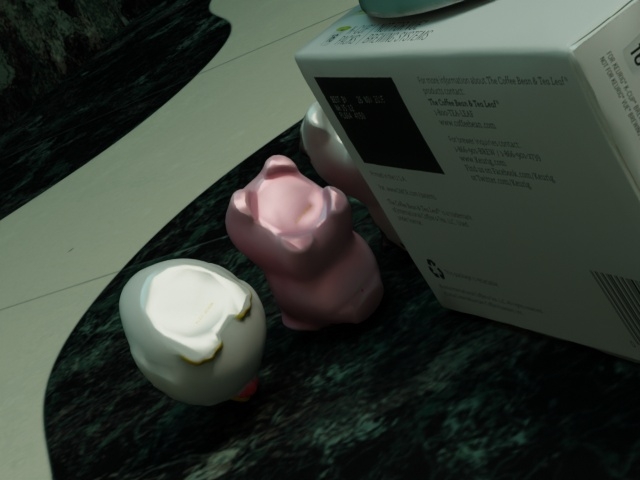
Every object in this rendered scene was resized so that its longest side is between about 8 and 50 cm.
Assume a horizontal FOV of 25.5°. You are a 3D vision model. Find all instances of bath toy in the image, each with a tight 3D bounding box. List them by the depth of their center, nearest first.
[{"bbox_3d":[0.000,0.000,1.061,0.348,0.151,0.129,-43,-17,-23],"label":"bath toy"}]

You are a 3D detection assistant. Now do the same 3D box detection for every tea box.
[{"bbox_3d":[0.217,-0.112,0.847,0.323,0.220,0.329,-38,20,-15],"label":"tea box"}]

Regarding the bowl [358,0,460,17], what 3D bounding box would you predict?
[{"bbox_3d":[0.120,-0.281,0.828,0.311,0.163,0.311,-29,18,10],"label":"bowl"}]
